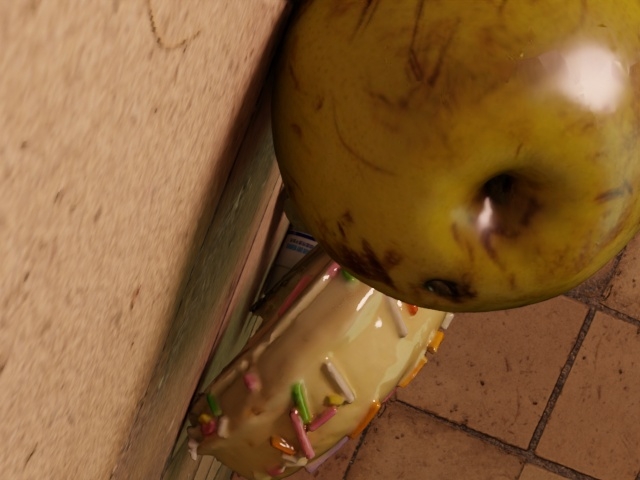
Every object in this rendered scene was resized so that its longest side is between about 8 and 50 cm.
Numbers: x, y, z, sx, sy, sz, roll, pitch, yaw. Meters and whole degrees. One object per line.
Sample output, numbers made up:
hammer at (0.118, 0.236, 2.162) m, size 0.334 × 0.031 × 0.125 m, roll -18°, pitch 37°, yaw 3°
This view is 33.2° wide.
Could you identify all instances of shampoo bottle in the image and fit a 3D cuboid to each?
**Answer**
shampoo bottle at (0.000, 0.000, 1.444) m, size 0.092 × 0.092 × 0.303 m, roll 100°, pitch 12°, yaw -81°

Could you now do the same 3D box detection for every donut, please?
donut at (0.019, 0.095, 1.169) m, size 0.307 × 0.150 × 0.371 m, roll -44°, pitch -175°, yaw 20°

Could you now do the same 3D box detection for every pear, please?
pear at (0.104, -0.083, 0.692) m, size 0.283 × 0.283 × 0.284 m, roll 22°, pitch 90°, yaw -88°

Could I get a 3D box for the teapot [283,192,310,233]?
teapot at (-0.004, -0.060, 1.129) m, size 0.092 × 0.124 × 0.091 m, roll -3°, pitch -139°, yaw 48°
